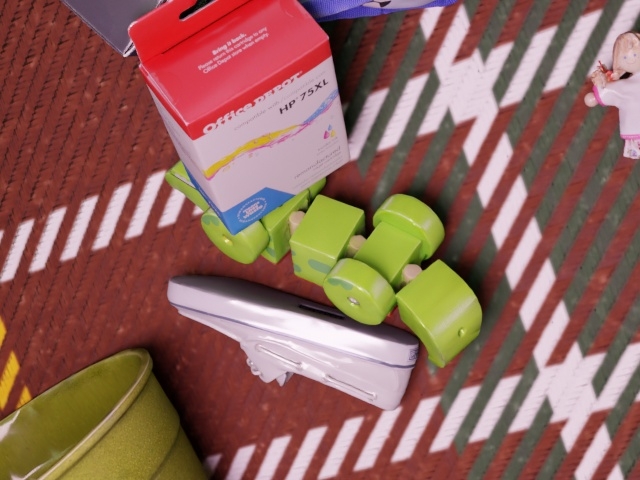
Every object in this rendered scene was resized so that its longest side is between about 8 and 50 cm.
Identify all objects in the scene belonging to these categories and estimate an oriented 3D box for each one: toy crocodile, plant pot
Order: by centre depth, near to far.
[{"bbox_3d":[0.000,0.000,1.041,0.340,0.115,0.105,27,151,20],"label":"toy crocodile"},{"bbox_3d":[-0.218,0.356,1.072,0.366,0.366,0.353,-30,101,20],"label":"plant pot"}]

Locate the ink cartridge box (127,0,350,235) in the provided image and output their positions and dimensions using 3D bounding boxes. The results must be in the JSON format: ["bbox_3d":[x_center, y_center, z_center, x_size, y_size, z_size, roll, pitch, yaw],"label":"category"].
[{"bbox_3d":[-0.059,-0.116,0.910,0.134,0.231,0.078,-34,64,-9],"label":"ink cartridge box"}]

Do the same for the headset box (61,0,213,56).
[{"bbox_3d":[-0.163,-0.284,0.951,0.246,0.283,0.131,43,108,5],"label":"headset box"}]

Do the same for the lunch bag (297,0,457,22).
[{"bbox_3d":[0.144,-0.361,0.815,0.385,0.239,0.328,-8,99,51],"label":"lunch bag"}]

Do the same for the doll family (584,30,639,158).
[{"bbox_3d":[0.360,-0.149,0.919,0.263,0.118,0.163,-9,104,37],"label":"doll family"}]

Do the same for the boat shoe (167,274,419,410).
[{"bbox_3d":[-0.036,0.101,1.080,0.258,0.095,0.084,17,100,15],"label":"boat shoe"}]
